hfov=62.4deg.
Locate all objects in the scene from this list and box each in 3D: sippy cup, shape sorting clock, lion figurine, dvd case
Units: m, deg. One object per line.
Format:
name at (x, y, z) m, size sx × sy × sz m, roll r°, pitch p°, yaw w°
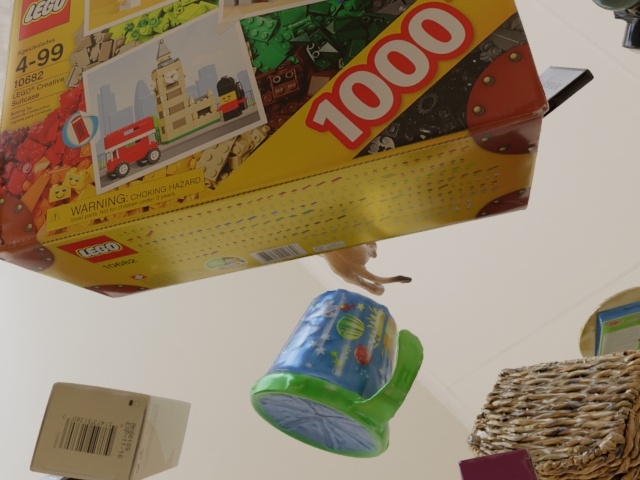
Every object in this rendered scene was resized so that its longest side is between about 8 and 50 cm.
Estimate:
sippy cup at (0.029, 0.216, 0.908) m, size 0.305 × 0.224 × 0.240 m, roll 8°, pitch -38°, yaw 22°
shape sorting clock at (0.619, 0.177, 1.068) m, size 0.040 × 0.206 × 0.206 m, roll -106°, pitch -173°, yaw -56°
lion figurine at (0.000, 0.000, 1.145) m, size 0.392 × 0.240 × 0.142 m, roll 23°, pitch -89°, yaw 22°
dvd case at (0.331, -0.210, 0.928) m, size 0.253 × 0.180 × 0.022 m, roll -39°, pitch -78°, yaw 16°

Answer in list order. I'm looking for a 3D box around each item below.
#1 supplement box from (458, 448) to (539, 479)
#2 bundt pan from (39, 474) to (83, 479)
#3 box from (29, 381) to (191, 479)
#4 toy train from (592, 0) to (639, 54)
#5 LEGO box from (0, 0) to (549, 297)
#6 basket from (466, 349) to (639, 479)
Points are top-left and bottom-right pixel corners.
supplement box at (0.218, 0.336, 0.595) m, size 0.080 × 0.104 × 0.188 m, roll -14°, pitch -55°, yaw 10°
bundt pan at (-0.469, 0.569, 0.933) m, size 0.124 × 0.331 × 0.331 m, roll -6°, pitch -65°, yaw 37°
box at (-0.320, 0.311, 0.865) m, size 0.147 × 0.121 × 0.311 m, roll 7°, pitch -19°, yaw 1°
toy train at (0.360, -0.327, 0.444) m, size 0.190 × 0.142 × 0.334 m, roll 39°, pitch -45°, yaw 52°
LEGO box at (-0.068, -0.178, 0.573) m, size 0.193 × 0.499 × 0.373 m, roll 47°, pitch 32°, yaw -65°
basket at (0.411, 0.330, 0.810) m, size 0.223 × 0.213 × 0.299 m, roll 45°, pitch -32°, yaw -7°
